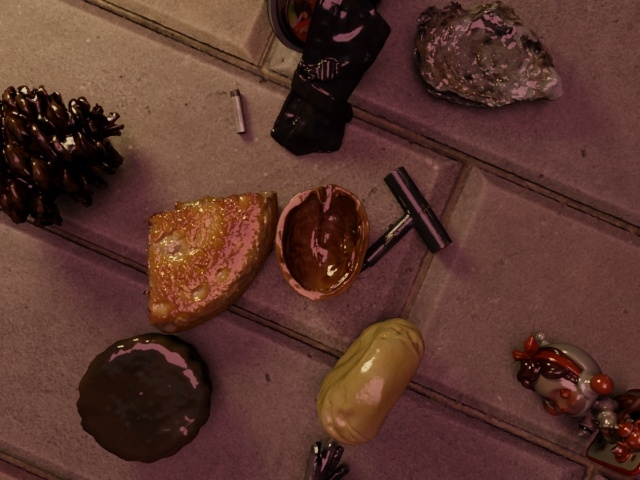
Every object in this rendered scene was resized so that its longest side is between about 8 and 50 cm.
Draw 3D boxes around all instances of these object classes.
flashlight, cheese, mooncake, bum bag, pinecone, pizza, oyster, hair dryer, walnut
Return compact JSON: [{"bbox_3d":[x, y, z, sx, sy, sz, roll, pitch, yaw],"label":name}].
[{"bbox_3d":[-0.158,-0.248,0.917,0.018,0.018,0.083,-9,90,1],"label":"flashlight"},{"bbox_3d":[0.087,0.234,0.817,0.117,0.214,0.226,36,97,5],"label":"cheese"},{"bbox_3d":[-0.307,0.276,0.867,0.228,0.124,0.228,0,90,-4],"label":"mooncake"},{"bbox_3d":[0.016,-0.283,0.841,0.137,0.074,0.310,14,127,-16],"label":"bum bag"},{"bbox_3d":[-0.474,-0.145,0.820,0.257,0.243,0.244,-8,89,-4],"label":"pinecone"},{"bbox_3d":[-0.219,0.015,0.884,0.226,0.086,0.336,38,89,6],"label":"pizza"},{"bbox_3d":[0.303,-0.340,0.865,0.267,0.112,0.199,-1,90,-2],"label":"oyster"},{"bbox_3d":[0.120,-0.019,0.901,0.194,0.050,0.173,-32,86,4],"label":"hair dryer"},{"bbox_3d":[-0.001,0.002,0.878,0.167,0.087,0.211,11,92,-6],"label":"walnut"}]

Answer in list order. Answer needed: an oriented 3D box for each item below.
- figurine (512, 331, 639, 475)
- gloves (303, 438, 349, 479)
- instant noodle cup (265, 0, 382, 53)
[{"bbox_3d":[0.448,0.256,0.839,0.226,0.183,0.160,38,81,13],"label":"figurine"},{"bbox_3d":[0.022,0.501,0.858,0.119,0.142,0.286,-7,89,-27],"label":"gloves"},{"bbox_3d":[-0.023,-0.483,0.814,0.258,0.302,0.182,-34,66,-10],"label":"instant noodle cup"}]
